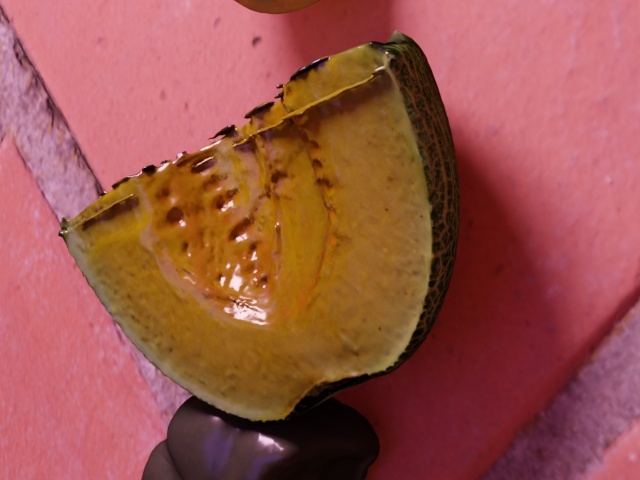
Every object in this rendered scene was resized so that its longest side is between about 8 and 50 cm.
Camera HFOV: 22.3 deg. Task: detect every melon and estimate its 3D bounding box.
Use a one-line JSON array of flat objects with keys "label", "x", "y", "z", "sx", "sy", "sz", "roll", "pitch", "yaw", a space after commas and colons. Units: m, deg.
[{"label": "melon", "x": 0.000, "y": 0.000, "z": 0.936, "sx": 0.265, "sy": 0.129, "sz": 0.169, "roll": -26, "pitch": 89, "yaw": 35}]

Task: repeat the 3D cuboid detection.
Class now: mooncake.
[{"label": "mooncake", "x": -0.034, "y": 0.172, "z": 0.985, "sx": 0.168, "sy": 0.104, "sz": 0.175, "roll": -25, "pitch": 77, "yaw": 37}]

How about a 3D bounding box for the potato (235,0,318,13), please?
[{"label": "potato", "x": -0.035, "y": -0.207, "z": 0.970, "sx": 0.112, "sy": 0.112, "sz": 0.147, "roll": -39, "pitch": 72, "yaw": 39}]
